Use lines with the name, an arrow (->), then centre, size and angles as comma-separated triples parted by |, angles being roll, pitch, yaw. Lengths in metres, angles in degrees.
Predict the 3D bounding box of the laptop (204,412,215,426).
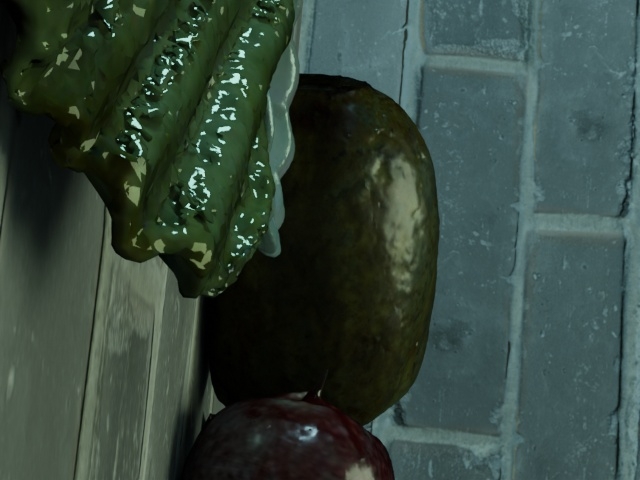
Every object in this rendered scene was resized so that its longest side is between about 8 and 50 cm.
laptop -> -0.121, 0.270, 1.466 | 0.180, 0.016, 0.129 | 94, 1, -69

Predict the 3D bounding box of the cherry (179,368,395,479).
cherry -> -0.036, 0.261, 1.232 | 0.230, 0.203, 0.300 | 105, 4, -86

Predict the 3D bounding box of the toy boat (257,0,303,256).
toy boat -> -0.057, -0.134, 0.877 | 0.199, 0.100, 0.290 | -83, 179, -76

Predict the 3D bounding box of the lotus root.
lotus root -> 0.000, 0.000, 1.364 | 0.250, 0.250, 0.346 | -83, 172, -67

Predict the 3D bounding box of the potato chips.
potato chips -> -0.044, -0.192, 0.605 | 0.429, 0.070, 0.358 | -71, 165, -46
